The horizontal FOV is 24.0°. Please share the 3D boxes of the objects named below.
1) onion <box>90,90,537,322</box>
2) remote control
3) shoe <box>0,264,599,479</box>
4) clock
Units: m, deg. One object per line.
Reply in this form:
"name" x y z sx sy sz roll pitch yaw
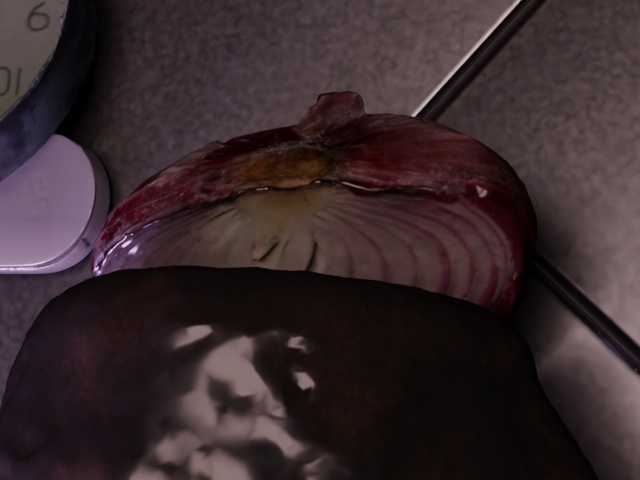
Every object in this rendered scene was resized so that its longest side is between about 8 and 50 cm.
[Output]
"onion" 0.000 0.000 0.697 0.206 0.151 0.098 -2 43 13
"remote control" -0.227 -0.020 0.836 0.245 0.022 0.077 0 79 23
"shoe" 0.041 0.142 0.593 0.384 0.171 0.237 15 74 9
"clock" -0.230 -0.116 0.811 0.215 0.042 0.214 -2 68 6
